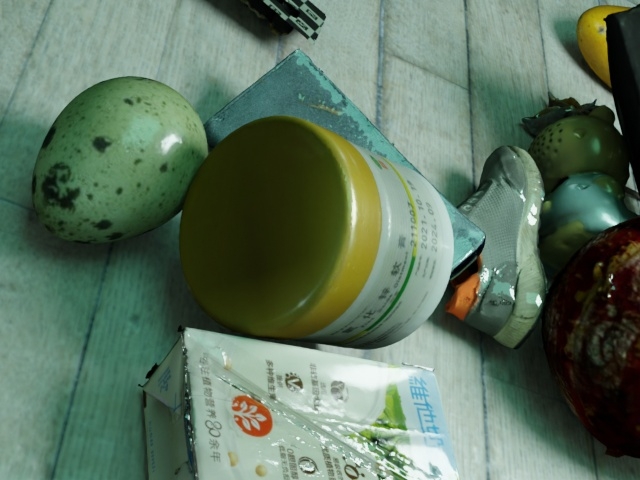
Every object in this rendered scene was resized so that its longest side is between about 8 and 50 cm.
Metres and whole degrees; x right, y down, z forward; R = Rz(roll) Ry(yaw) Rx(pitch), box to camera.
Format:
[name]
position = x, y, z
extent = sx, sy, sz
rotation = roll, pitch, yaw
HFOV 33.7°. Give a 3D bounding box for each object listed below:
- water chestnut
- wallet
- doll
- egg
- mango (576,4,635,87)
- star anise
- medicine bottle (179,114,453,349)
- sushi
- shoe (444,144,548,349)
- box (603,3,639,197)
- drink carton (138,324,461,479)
[water chestnut]
position = 0.448, 0.124, 1.442
extent = 0.350, 0.351, 0.302
rotation = 17, 4, -22
[wallet]
position = 0.029, -0.071, 1.400
extent = 0.190, 0.046, 0.379
rotation = -41, 78, -14
[doll]
position = 0.397, -0.074, 1.626
extent = 0.161, 0.177, 0.261
rotation = 24, 49, -18
[egg]
position = -0.232, -0.087, 1.208
extent = 0.177, 0.177, 0.228
rotation = 40, 57, 1
[mango]
position = 0.619, -0.358, 2.034
extent = 0.290, 0.160, 0.191
rotation = 18, 55, -15
[star anise]
position = 0.475, -0.149, 1.858
extent = 0.148, 0.218, 0.228
rotation = -96, 171, -71
[medicine bottle]
position = 0.000, 0.000, 1.201
extent = 0.232, 0.238, 0.238
rotation = 16, 43, -52
[sushi]
position = -0.096, -0.379, 1.638
extent = 0.215, 0.050, 0.192
rotation = 39, 23, -12
[shoe]
position = 0.216, -0.010, 1.496
extent = 0.170, 0.132, 0.337
rotation = 15, 50, -11
[box]
position = 0.523, -0.146, 1.633
extent = 0.359, 0.090, 0.350
rotation = 48, 31, -61
[drink carton]
position = -0.020, 0.225, 1.117
extent = 0.324, 0.132, 0.194
rotation = 13, 48, -28
